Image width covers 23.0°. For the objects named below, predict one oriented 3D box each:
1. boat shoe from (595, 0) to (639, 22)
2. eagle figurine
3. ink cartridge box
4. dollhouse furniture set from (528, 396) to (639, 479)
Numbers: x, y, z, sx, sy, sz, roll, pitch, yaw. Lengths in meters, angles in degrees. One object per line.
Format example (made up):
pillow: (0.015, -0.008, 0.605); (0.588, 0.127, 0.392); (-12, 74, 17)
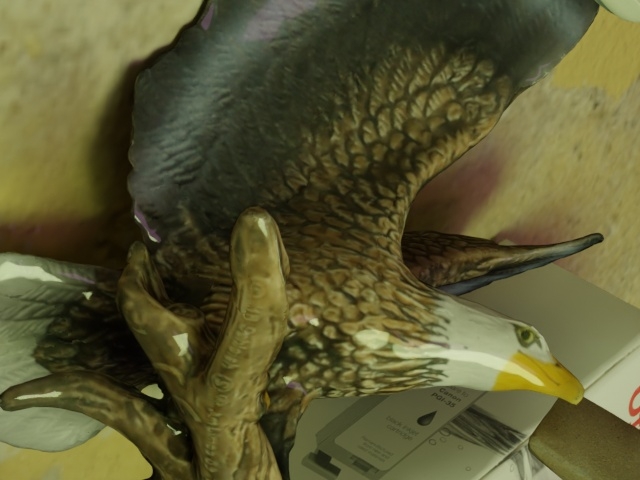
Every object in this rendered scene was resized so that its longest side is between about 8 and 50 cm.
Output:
boat shoe: (0.065, -0.173, 0.593); (0.227, 0.081, 0.079); (50, 58, -28)
eagle figurine: (0.009, 0.006, 0.645); (0.226, 0.225, 0.298); (-36, -162, 38)
ink cartridge box: (0.049, 0.164, 0.816); (0.283, 0.117, 0.207); (-34, 137, -29)
dollhouse furniture set: (0.079, 0.238, 0.613); (0.259, 0.135, 0.262); (-42, 152, -49)
